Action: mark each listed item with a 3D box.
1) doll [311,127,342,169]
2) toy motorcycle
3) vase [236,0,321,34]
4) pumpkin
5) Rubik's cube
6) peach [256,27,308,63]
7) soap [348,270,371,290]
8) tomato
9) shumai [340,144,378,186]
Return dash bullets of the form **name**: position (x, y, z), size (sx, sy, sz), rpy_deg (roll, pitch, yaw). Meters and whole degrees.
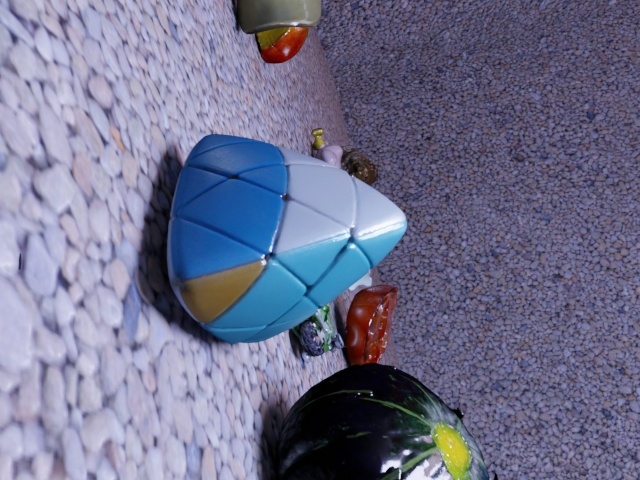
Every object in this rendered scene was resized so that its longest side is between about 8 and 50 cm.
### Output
- **doll**: position (0.046, -0.150, 1.929), size (0.160, 0.094, 0.365), rpy_deg (75, 3, -74)
- **toy motorcycle**: position (-0.007, 0.146, 1.118), size (0.190, 0.074, 0.106), rpy_deg (34, 32, -77)
- **vase**: position (-0.099, -0.605, 1.280), size (0.329, 0.241, 0.302), rpy_deg (-96, 177, -48)
- **pumpkin**: position (0.059, 0.306, 0.816), size (0.296, 0.296, 0.295), rpy_deg (-15, 90, -82)
- **Rubik's cube**: position (-0.037, 0.010, 0.635), size (0.254, 0.254, 0.254), rpy_deg (-15, 90, -82)
- **peach**: position (-0.086, -0.479, 1.510), size (0.118, 0.151, 0.151), rpy_deg (58, 14, -21)
- **soap**: position (0.070, 0.040, 1.664), size (0.198, 0.067, 0.119), rpy_deg (-126, -155, -74)
- **tomato**: position (0.108, 0.205, 1.602), size (0.228, 0.101, 0.227), rpy_deg (16, 90, -73)
- **shumai**: position (0.073, -0.219, 2.152), size (0.185, 0.184, 0.218), rpy_deg (42, 16, 11)
